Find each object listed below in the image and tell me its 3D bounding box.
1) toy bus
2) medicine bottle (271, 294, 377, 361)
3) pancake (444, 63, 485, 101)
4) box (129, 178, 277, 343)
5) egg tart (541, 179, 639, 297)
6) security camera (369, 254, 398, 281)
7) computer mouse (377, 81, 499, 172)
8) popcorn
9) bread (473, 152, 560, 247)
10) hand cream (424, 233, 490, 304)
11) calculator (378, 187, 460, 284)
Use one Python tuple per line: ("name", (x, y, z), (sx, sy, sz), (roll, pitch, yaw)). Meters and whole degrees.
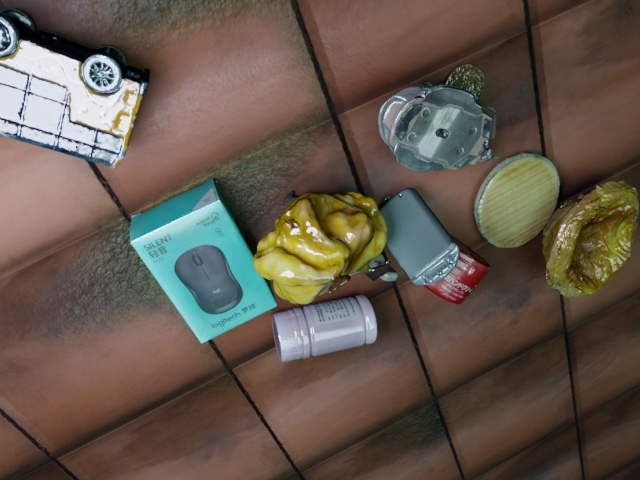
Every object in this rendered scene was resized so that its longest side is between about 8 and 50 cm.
("toy bus", (-0.474, -0.263, 0.789), (0.323, 0.162, 0.194), (15, 112, -26))
("medicine bottle", (0.008, 0.223, 1.194), (0.249, 0.133, 0.134), (-11, 118, -14))
("pancake", (0.334, -0.352, 1.091), (0.114, 0.011, 0.115), (-7, 117, -15))
("box", (-0.250, 0.052, 1.037), (0.205, 0.118, 0.312), (-27, 120, -6))
("egg tart", (0.728, -0.010, 1.294), (0.351, 0.150, 0.353), (-13, 120, -24))
("security camera", (0.157, 0.076, 1.194), (0.058, 0.092, 0.058), (-8, 119, -15))
("computer mouse", (0.279, -0.259, 1.065), (0.388, 0.115, 0.200), (9, 129, -34))
("popcorn", (0.000, 0.000, 1.029), (0.297, 0.281, 0.316), (-37, 160, -4))
("bread", (0.524, -0.106, 1.255), (0.266, 0.040, 0.267), (-7, 116, -15))
("hand cream", (0.314, 0.058, 1.180), (0.193, 0.193, 0.125), (24, 108, -26))
("calculator", (0.220, -0.012, 1.108), (0.141, 0.246, 0.045), (-43, 154, 23))
